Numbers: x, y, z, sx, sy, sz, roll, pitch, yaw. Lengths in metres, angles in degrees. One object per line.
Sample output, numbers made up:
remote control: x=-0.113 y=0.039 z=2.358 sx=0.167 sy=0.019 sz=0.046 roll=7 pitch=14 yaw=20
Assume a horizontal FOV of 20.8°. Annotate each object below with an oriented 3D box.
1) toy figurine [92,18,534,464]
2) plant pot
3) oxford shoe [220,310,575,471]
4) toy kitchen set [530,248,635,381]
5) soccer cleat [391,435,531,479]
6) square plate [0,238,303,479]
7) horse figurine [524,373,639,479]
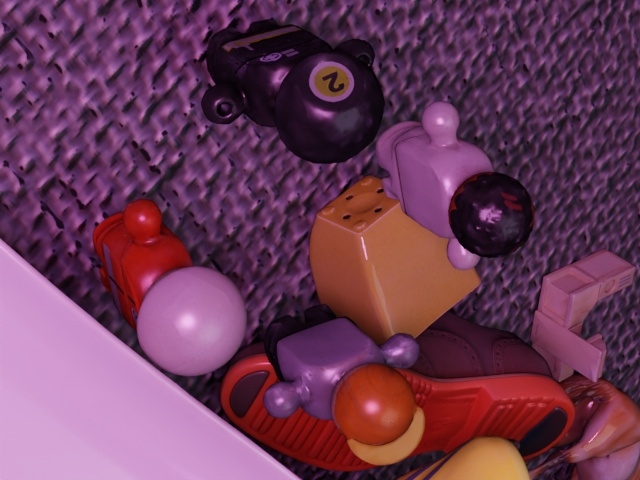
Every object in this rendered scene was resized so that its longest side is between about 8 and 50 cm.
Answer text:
toy figurine: x=0.000 y=0.000 z=0.981 sx=0.209 sy=0.148 sz=0.213 roll=32 pitch=93 yaw=-30
plant pot: x=0.040 y=0.007 z=1.135 sx=0.081 sy=0.081 sz=0.083 roll=-39 pitch=126 yaw=-21
oxford shoe: x=0.044 y=0.095 z=1.206 sx=0.271 sy=0.098 sz=0.097 roll=10 pitch=129 yaw=-33
toy kitchen set: x=0.217 y=0.067 z=1.374 sx=0.075 sy=0.068 sz=0.083 roll=-22 pitch=132 yaw=-36
soccer cleat: x=0.054 y=0.203 z=1.180 sx=0.121 sy=0.093 sz=0.289 roll=-6 pitch=163 yaw=-24
square plate: x=-0.217 y=0.175 z=0.886 sx=0.347 sy=0.049 sz=0.344 roll=41 pitch=82 yaw=-17
horse figurine: x=0.219 y=0.185 z=1.468 sx=0.174 sy=0.066 sz=0.263 roll=-38 pitch=142 yaw=-13
